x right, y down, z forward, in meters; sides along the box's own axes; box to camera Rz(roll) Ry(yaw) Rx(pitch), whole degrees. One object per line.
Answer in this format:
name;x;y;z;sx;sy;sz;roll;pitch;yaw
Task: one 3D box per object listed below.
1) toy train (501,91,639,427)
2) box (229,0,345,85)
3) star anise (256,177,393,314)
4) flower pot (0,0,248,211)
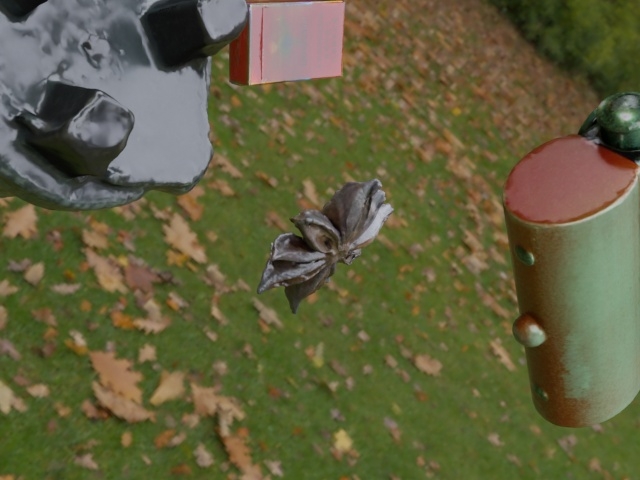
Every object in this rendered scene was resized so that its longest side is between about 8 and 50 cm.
toy train;0.215;0.025;0.773;0.116;0.177;0.285;40;-22;41
box;-0.046;-0.277;1.411;0.175;0.112;0.048;-12;23;-40
star anise;0.000;0.000;1.139;0.065;0.182;0.195;46;-3;18
flower pot;-0.229;-0.155;0.936;0.299;0.283;0.299;4;84;-47
